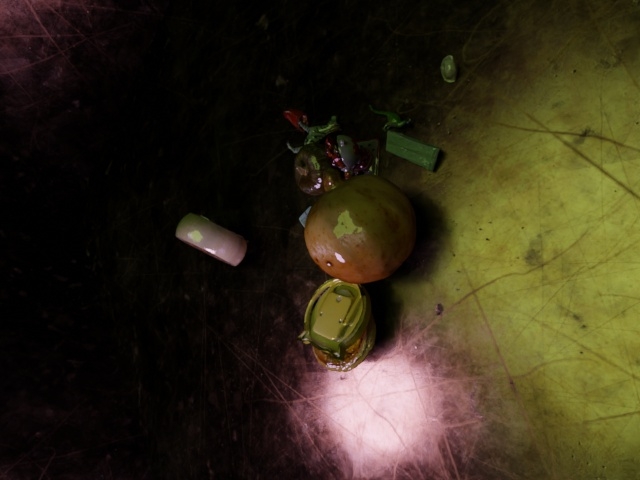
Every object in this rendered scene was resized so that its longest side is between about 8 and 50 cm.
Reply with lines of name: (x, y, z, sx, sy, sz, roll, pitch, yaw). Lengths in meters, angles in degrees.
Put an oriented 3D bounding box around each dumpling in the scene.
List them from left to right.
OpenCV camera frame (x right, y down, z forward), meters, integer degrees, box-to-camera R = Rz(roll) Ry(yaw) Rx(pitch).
dumpling: (0.436, -0.584, 1.387, 0.057, 0.076, 0.052, -4, 59, 35)

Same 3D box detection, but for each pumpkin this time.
pumpkin: (-0.027, -0.288, 1.648, 0.219, 0.163, 0.218, 17, 112, 50)

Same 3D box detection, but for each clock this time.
clock: (0.061, 0.270, 1.453, 0.277, 0.071, 0.293, 20, 79, 50)

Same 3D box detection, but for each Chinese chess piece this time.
Chinese chess piece: (-0.511, -0.003, 1.923, 0.338, 0.338, 0.140, 15, 76, 40)

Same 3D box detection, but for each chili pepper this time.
chili pepper: (-0.123, -0.562, 1.851, 0.169, 0.065, 0.088, 43, 138, 42)

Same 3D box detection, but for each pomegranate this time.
pomegranate: (0.122, -0.062, 1.368, 0.411, 0.410, 0.409, -5, 81, 39)

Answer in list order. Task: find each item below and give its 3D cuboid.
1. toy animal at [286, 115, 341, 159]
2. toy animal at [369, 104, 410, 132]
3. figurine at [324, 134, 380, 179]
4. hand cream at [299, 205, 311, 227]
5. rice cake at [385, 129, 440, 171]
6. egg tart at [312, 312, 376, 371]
toy animal: (-0.040, -0.455, 1.748, 0.255, 0.090, 0.169, -47, 62, 29)
toy animal: (0.247, -0.454, 1.541, 0.217, 0.041, 0.074, 37, 111, 41)
figurine: (0.096, -0.320, 1.526, 0.160, 0.226, 0.183, 0, 85, 39)
hand cream: (0.000, 0.000, 1.676, 0.085, 0.058, 0.331, -48, 58, 27)
rice cake: (0.323, -0.325, 1.451, 0.226, 0.040, 0.084, 34, 124, 36)
egg tart: (0.093, 0.348, 1.521, 0.291, 0.115, 0.289, -13, 69, 35)
